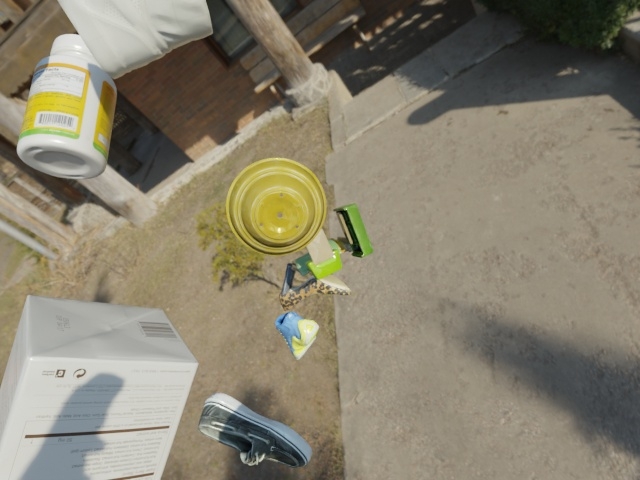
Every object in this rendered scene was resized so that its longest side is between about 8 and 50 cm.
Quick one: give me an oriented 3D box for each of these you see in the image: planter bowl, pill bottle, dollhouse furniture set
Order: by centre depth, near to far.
[{"bbox_3d":[-0.462,-0.252,0.752,0.137,0.136,0.245,-15,68,34],"label":"pill bottle"},{"bbox_3d":[-0.087,-0.059,0.831,0.217,0.217,0.090,-42,18,3],"label":"planter bowl"},{"bbox_3d":[0.000,0.000,1.235,0.198,0.151,0.301,-25,8,-14],"label":"dollhouse furniture set"}]

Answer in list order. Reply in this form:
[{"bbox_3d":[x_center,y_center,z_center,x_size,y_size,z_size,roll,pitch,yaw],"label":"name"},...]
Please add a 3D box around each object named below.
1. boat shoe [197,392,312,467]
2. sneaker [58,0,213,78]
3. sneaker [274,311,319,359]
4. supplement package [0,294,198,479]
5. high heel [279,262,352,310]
[{"bbox_3d":[-0.183,0.548,1.089,0.121,0.335,0.119,-55,8,37],"label":"boat shoe"},{"bbox_3d":[-0.218,-0.335,0.403,0.169,0.292,0.108,-23,46,-2],"label":"sneaker"},{"bbox_3d":[-0.079,0.283,1.247,0.091,0.126,0.240,-47,-13,-35],"label":"sneaker"},{"bbox_3d":[-0.301,0.242,0.499,0.178,0.175,0.292,24,96,52],"label":"supplement package"},{"bbox_3d":[-0.023,0.205,1.461,0.262,0.093,0.186,18,108,16],"label":"high heel"}]
